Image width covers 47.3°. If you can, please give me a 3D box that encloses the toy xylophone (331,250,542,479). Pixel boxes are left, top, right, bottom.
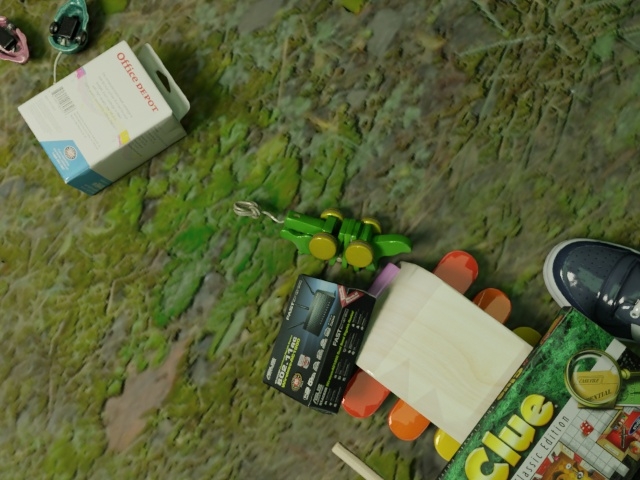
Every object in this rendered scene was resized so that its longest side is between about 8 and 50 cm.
[{"bbox_3d":[0.147,0.171,0.723,0.236,0.081,0.323,-45,86,-4],"label":"toy xylophone"}]

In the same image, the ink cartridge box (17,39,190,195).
[{"bbox_3d":[-0.211,-0.126,0.751,0.143,0.090,0.092,-33,85,-4],"label":"ink cartridge box"}]

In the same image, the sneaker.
[{"bbox_3d":[0.359,0.078,0.695,0.282,0.153,0.099,32,84,3],"label":"sneaker"}]

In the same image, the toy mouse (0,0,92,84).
[{"bbox_3d":[-0.303,-0.226,0.791,0.161,0.031,0.143,-24,84,-2],"label":"toy mouse"}]

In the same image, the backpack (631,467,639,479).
[{"bbox_3d":[0.382,0.282,0.675,0.166,0.144,0.188,-29,103,-21],"label":"backpack"}]

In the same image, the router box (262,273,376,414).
[{"bbox_3d":[-0.003,0.099,0.725,0.038,0.092,0.122,23,83,-33],"label":"router box"}]

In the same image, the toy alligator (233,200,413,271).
[{"bbox_3d":[0.000,0.000,0.761,0.190,0.056,0.051,12,128,8],"label":"toy alligator"}]

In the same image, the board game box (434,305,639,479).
[{"bbox_3d":[0.203,0.202,0.664,0.136,0.030,0.259,37,86,6],"label":"board game box"}]
